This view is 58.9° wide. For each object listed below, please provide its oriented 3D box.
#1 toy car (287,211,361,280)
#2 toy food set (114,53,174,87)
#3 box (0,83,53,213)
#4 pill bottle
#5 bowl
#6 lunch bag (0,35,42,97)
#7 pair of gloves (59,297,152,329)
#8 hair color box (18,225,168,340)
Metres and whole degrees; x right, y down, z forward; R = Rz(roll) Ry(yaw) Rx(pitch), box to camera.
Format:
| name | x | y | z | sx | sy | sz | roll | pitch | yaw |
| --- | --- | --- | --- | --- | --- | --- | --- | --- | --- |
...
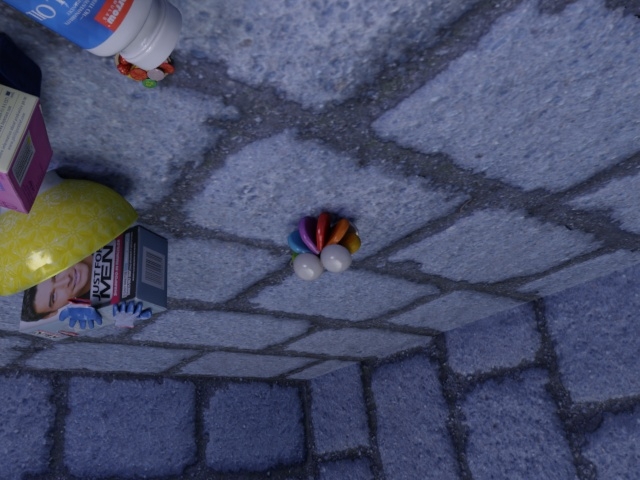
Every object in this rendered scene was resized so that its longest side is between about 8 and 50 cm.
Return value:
| name | x | y | z | sx | sy | sz | roll | pitch | yaw |
| --- | --- | --- | --- | --- | --- | --- | --- | --- | --- |
| toy car | 0.000 | 0.000 | 1.373 | 0.182 | 0.159 | 0.136 | -18 | 119 | 25 |
| toy food set | -0.262 | -0.263 | 0.843 | 0.083 | 0.020 | 0.083 | 16 | 148 | -40 |
| box | -0.529 | -0.150 | 0.796 | 0.243 | 0.117 | 0.213 | 19 | 162 | -16 |
| pill bottle | -0.273 | -0.292 | 0.651 | 0.124 | 0.124 | 0.222 | -22 | 152 | 31 |
| bowl | -0.514 | -0.039 | 1.073 | 0.290 | 0.289 | 0.156 | -18 | 111 | 25 |
| lunch bag | -0.450 | -0.233 | 0.806 | 0.065 | 0.067 | 0.098 | -10 | 157 | 9 |
| pair of gloves | -0.491 | 0.172 | 1.299 | 0.198 | 0.023 | 0.159 | 7 | 151 | -20 |
| hair color box | -0.560 | 0.113 | 1.403 | 0.375 | 0.185 | 0.114 | -17 | 153 | 22 |
